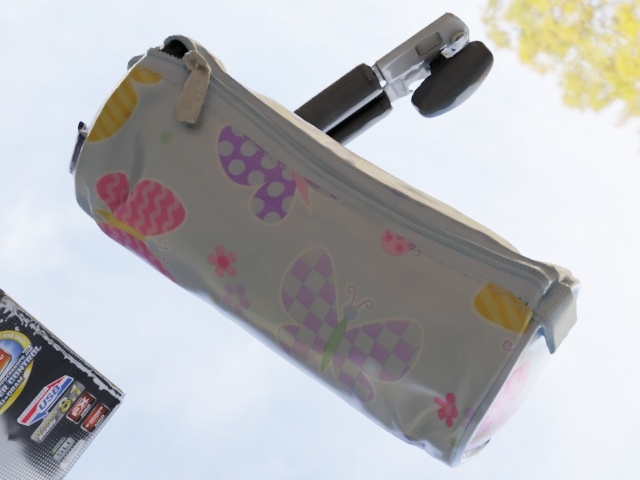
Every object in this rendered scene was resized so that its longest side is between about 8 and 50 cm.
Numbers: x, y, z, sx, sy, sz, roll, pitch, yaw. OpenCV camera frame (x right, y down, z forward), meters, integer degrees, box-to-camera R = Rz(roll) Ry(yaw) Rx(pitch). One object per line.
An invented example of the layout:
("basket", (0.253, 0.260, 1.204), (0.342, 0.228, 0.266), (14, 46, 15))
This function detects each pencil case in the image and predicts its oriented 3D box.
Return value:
("pencil case", (0.000, 0.000, 0.581), (0.273, 0.124, 0.113), (35, -149, 19))

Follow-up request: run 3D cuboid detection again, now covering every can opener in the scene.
("can opener", (0.059, -0.146, 1.221), (0.095, 0.283, 0.076), (56, -177, 37))

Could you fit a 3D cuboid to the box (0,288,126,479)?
("box", (-0.285, 0.172, 0.806), (0.060, 0.216, 0.270), (30, -106, 26))
